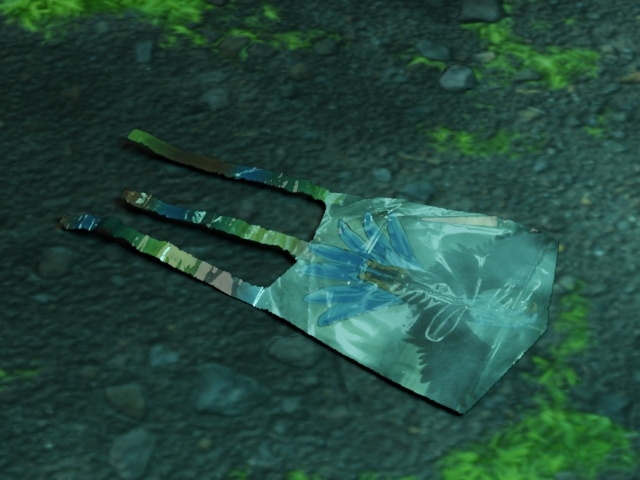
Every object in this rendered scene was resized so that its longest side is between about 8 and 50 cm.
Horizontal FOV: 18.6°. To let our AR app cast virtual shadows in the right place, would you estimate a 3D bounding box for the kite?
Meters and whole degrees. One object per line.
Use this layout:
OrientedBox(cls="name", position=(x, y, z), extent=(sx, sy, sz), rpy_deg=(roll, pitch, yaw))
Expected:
OrientedBox(cls="kite", position=(0.000, 0.002, 1.234), extent=(0.310, 0.015, 0.169), rpy_deg=(24, 47, 18))
